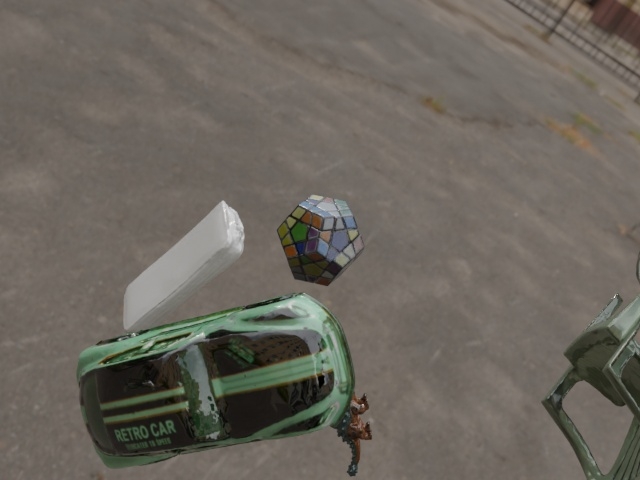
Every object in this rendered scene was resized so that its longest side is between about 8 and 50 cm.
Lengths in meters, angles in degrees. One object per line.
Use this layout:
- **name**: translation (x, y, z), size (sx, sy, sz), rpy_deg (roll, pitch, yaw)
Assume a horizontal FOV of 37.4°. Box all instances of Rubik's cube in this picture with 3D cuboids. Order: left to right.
- **Rubik's cube**: translation (0.000, 0.000, 1.135), size (0.093, 0.111, 0.111), rpy_deg (43, 24, 4)

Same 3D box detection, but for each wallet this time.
- **wallet**: translation (-0.160, 0.035, 1.099), size (0.033, 0.190, 0.095), rpy_deg (39, 22, -33)

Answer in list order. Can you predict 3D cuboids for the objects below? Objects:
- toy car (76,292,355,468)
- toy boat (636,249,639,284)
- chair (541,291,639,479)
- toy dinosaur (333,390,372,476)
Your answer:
- **toy car**: translation (-0.122, 0.145, 0.926), size (0.125, 0.305, 0.136), rpy_deg (-11, 87, -65)
- **toy boat**: translation (0.551, 0.065, 1.394), size (0.114, 0.115, 0.262), rpy_deg (16, 39, -31)
- **chair**: translation (0.422, 0.192, 1.266), size (0.274, 0.203, 0.190), rpy_deg (-39, 81, -21)
- **toy dinosaur**: translation (0.043, 0.254, 1.311), size (0.055, 0.154, 0.049), rpy_deg (-4, 10, -5)
